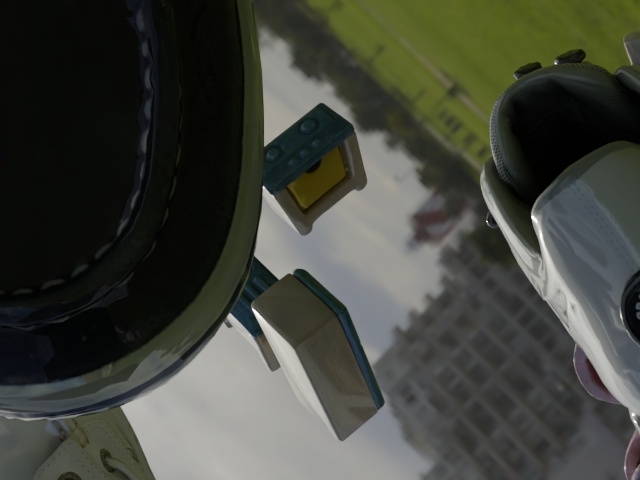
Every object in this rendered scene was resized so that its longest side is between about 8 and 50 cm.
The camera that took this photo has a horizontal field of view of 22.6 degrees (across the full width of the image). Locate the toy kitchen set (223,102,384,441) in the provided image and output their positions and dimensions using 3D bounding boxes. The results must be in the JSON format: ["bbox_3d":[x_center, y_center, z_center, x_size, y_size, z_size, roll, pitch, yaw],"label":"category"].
[{"bbox_3d":[0.000,0.000,1.126,0.207,0.166,0.122,41,164,37],"label":"toy kitchen set"}]

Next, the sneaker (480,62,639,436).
[{"bbox_3d":[0.136,-0.022,0.687,0.146,0.122,0.330,51,-171,-6],"label":"sneaker"}]

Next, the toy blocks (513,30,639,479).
[{"bbox_3d":[0.288,0.023,1.019,0.260,0.288,0.309,-63,-47,-66],"label":"toy blocks"}]

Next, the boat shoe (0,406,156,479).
[{"bbox_3d":[-0.111,0.131,0.705,0.277,0.098,0.096,50,-174,-26],"label":"boat shoe"}]

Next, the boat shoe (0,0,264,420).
[{"bbox_3d":[-0.150,-0.184,0.500,0.156,0.186,0.500,60,-166,-81],"label":"boat shoe"}]
